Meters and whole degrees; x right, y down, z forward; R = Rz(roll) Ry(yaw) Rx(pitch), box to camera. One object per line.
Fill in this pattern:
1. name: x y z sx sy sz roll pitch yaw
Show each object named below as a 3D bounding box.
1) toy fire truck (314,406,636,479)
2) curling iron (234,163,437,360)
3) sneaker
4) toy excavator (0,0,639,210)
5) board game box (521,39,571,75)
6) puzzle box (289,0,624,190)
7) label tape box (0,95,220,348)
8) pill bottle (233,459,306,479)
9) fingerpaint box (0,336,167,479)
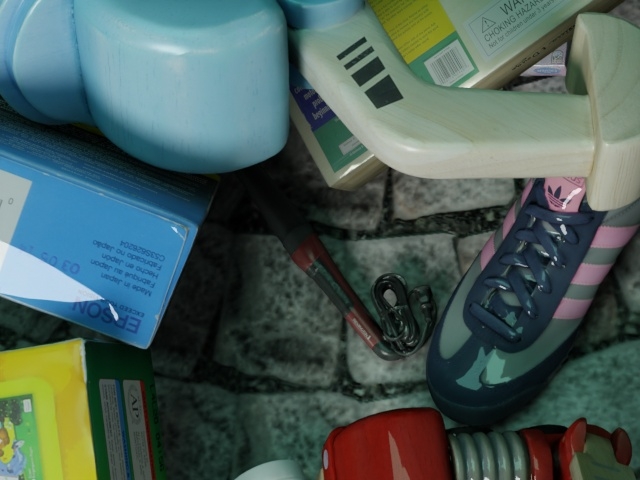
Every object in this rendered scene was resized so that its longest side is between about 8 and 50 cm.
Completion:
1. toy fire truck: 0.124 0.176 1.251 0.217 0.246 0.158 0 62 -13
2. curling iron: 0.000 0.000 1.514 0.068 0.035 0.274 -41 62 -9
3. sneaker: 0.178 -0.006 1.408 0.112 0.131 0.319 29 77 25
4. toy excavator: -0.017 -0.146 1.353 0.433 0.222 0.445 -21 58 -16
5. board game box: 0.172 -0.185 1.556 0.090 0.020 0.090 2 67 18
6. puzzle box: 0.110 -0.262 1.492 0.409 0.052 0.272 -34 73 21
7. label tape box: -0.211 -0.037 1.432 0.240 0.333 0.106 21 100 -3
8. pill bottle: -0.016 0.247 1.375 0.086 0.086 0.152 -27 61 3
9. fingerpaint box: -0.290 0.317 1.316 0.371 0.163 0.445 -10 83 12
